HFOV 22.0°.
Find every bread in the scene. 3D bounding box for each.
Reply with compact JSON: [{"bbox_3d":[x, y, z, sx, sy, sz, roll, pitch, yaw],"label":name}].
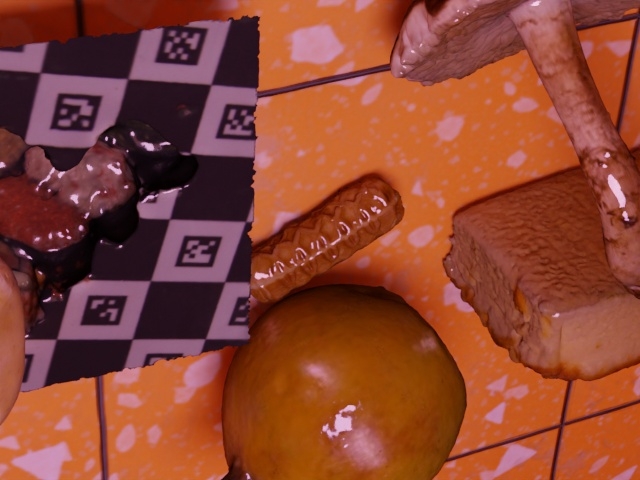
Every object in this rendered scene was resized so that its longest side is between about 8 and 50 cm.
[{"bbox_3d":[0.272,0.016,1.471,0.275,0.185,0.114,-17,129,-19],"label":"bread"},{"bbox_3d":[0.000,0.000,1.394,0.157,0.044,0.052,-32,129,-5],"label":"bread"}]

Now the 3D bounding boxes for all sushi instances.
[{"bbox_3d":[-0.208,-0.031,1.242,0.320,0.068,0.339,-11,133,-15],"label":"sushi"}]

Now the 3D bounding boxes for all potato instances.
[{"bbox_3d":[-0.273,0.075,1.183,0.118,0.109,0.178,12,126,6],"label":"potato"}]

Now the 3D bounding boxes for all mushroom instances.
[{"bbox_3d":[0.218,-0.126,1.260,0.302,0.233,0.208,39,85,-2],"label":"mushroom"}]

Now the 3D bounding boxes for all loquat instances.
[{"bbox_3d":[0.002,0.155,1.408,0.246,0.213,0.213,-37,138,-22],"label":"loquat"}]
